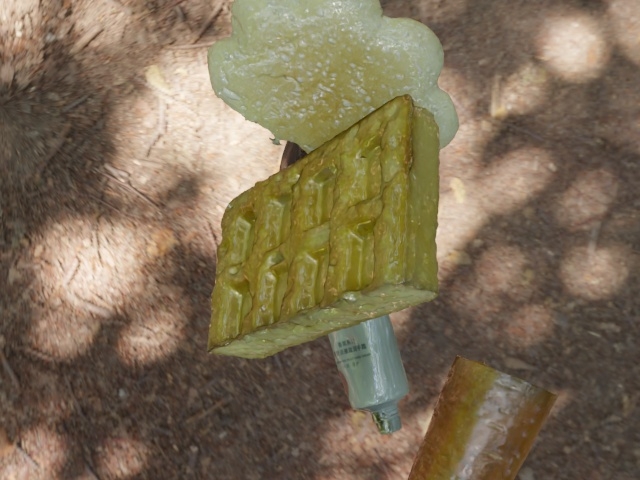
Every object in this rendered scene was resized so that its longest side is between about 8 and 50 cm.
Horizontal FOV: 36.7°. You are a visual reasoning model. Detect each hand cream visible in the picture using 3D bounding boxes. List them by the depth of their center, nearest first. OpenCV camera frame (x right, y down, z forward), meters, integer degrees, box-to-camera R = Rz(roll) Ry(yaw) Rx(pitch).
[{"bbox_3d":[0.038,0.087,1.252,0.078,0.124,0.341,-16,85,-39],"label":"hand cream"}]

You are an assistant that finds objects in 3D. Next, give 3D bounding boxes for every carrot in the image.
[{"bbox_3d":[0.064,0.170,0.543,0.061,0.061,0.210,24,89,-20],"label":"carrot"}]

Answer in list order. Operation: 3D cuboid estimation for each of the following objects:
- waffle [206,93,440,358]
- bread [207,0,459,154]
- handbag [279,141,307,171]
[{"bbox_3d":[0.000,0.000,0.841,0.057,0.274,0.168,21,59,-32],"label":"waffle"},{"bbox_3d":[0.019,-0.153,0.930,0.251,0.039,0.182,33,124,-10],"label":"bread"},{"bbox_3d":[0.013,-0.100,1.113,0.088,0.254,0.211,7,116,-19],"label":"handbag"}]
